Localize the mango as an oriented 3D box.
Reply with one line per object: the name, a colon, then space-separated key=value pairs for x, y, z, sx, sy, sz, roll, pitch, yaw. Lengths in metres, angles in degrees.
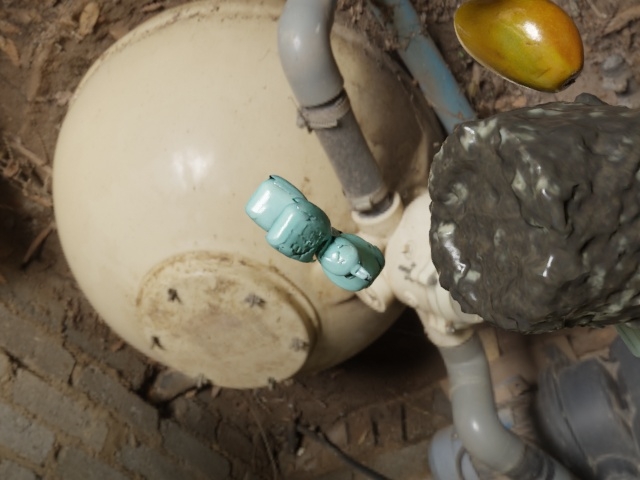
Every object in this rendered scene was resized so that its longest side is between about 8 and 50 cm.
mango: x=0.303 y=-0.319 z=1.119 sx=0.113 sy=0.253 sz=0.138 roll=-32 pitch=137 yaw=-17

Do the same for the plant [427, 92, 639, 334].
plant: x=0.277 y=-0.034 z=0.696 sx=0.312 sy=0.215 sz=0.213 roll=-12 pitch=108 yaw=-18

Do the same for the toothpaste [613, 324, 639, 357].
toothpaste: x=0.373 y=0.067 z=0.923 sx=0.255 sy=0.067 sz=0.037 roll=55 pitch=142 yaw=-6

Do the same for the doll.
doll: x=0.000 y=0.000 z=0.735 sx=0.158 sy=0.159 sz=0.059 roll=36 pitch=93 yaw=-20
